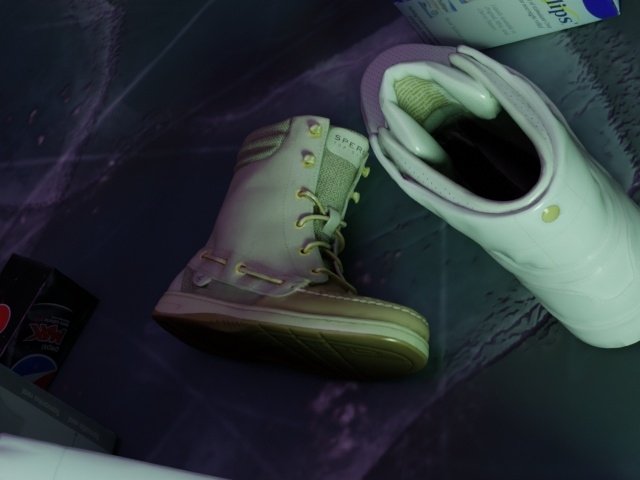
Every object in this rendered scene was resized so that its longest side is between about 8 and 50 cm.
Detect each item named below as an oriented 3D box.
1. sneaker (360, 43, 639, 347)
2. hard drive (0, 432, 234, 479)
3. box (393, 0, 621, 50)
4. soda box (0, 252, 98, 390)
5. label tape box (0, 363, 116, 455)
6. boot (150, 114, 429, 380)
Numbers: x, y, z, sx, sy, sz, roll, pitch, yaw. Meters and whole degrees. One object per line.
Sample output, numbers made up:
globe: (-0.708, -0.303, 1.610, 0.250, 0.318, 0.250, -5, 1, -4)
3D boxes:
sneaker: (0.081, -0.073, 0.780, 0.108, 0.169, 0.292, -46, 43, 4)
hard drive: (-0.004, 0.232, 0.584, 0.353, 0.047, 0.233, 11, 63, 5)
box: (0.130, -0.204, 0.902, 0.137, 0.072, 0.126, -10, 55, 31)
soda box: (-0.238, 0.097, 0.984, 0.060, 0.053, 0.169, 17, 72, 42)
label tape box: (-0.268, 0.226, 0.785, 0.106, 0.240, 0.333, -6, 58, 32)
boot: (0.000, 0.000, 0.856, 0.213, 0.077, 0.165, 5, 62, 42)
